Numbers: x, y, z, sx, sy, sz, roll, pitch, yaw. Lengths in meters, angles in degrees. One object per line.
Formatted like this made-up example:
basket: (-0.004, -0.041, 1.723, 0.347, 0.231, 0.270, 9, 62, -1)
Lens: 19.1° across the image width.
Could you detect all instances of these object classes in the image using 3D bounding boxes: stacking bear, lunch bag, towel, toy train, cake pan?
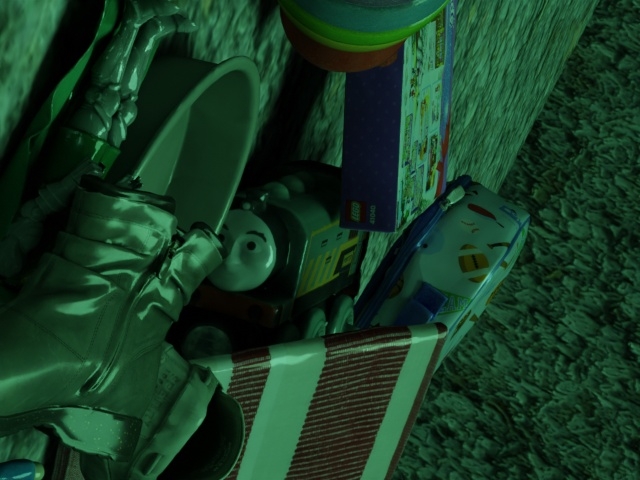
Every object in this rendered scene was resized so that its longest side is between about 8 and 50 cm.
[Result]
stacking bear: (0.032, -0.214, 1.419, 0.164, 0.175, 0.289, -63, 177, -16)
lunch bag: (0.090, 0.076, 1.918, 0.303, 0.115, 0.243, -59, 173, 24)
towel: (-0.068, 0.166, 1.598, 0.329, 0.037, 0.237, -8, 138, -25)
toy train: (-0.044, 0.031, 1.711, 0.334, 0.142, 0.190, -22, 125, -72)
cake pan: (-0.134, -0.007, 1.353, 0.293, 0.054, 0.293, -60, 169, -20)

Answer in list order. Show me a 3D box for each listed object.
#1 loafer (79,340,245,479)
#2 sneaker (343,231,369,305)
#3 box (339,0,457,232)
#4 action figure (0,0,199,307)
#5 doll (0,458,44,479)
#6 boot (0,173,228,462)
loafer: (-0.110, 0.139, 1.352, 0.112, 0.111, 0.319, -60, 169, -10)
sneaker: (0.000, 0.000, 1.994, 0.262, 0.104, 0.125, 98, 6, -78)
box: (0.074, -0.169, 1.724, 0.201, 0.057, 0.293, -35, 129, -69)
action figure: (-0.151, -0.044, 1.165, 0.232, 0.063, 0.137, -63, 167, 0)
doll: (-0.243, 0.204, 1.338, 0.129, 0.046, 0.189, -46, 164, -17)
boot: (-0.162, 0.031, 1.101, 0.246, 0.083, 0.161, 22, 91, -56)
